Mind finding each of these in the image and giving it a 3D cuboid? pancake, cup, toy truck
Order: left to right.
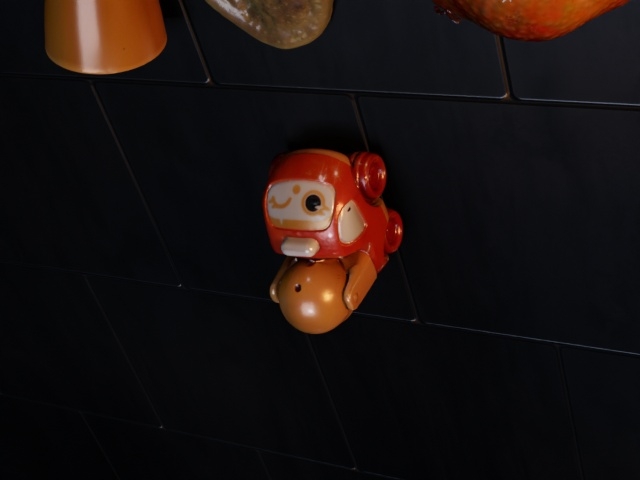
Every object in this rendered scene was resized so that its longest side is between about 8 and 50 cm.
[{"bbox_3d":[-0.335,-0.391,1.788,0.226,0.182,0.264,44,146,39],"label":"cup"},{"bbox_3d":[-0.094,-0.369,1.720,0.241,0.050,0.242,18,139,17],"label":"pancake"},{"bbox_3d":[0.000,0.000,1.906,0.189,0.239,0.265,3,133,31],"label":"toy truck"}]

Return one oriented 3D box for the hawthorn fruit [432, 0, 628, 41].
[{"bbox_3d":[0.226,-0.404,1.311,0.284,0.285,0.369,8,120,27],"label":"hawthorn fruit"}]
